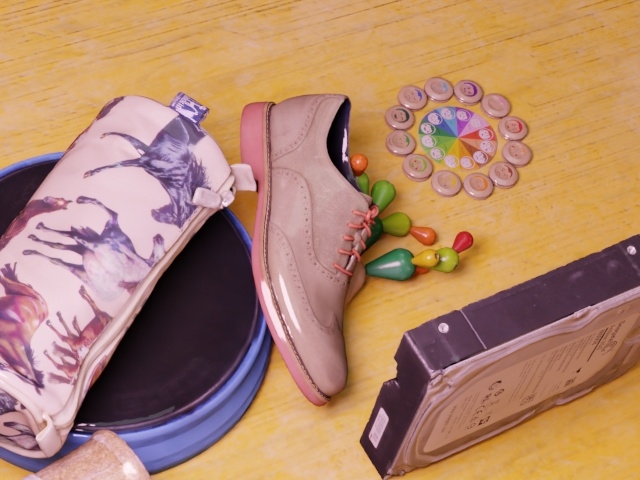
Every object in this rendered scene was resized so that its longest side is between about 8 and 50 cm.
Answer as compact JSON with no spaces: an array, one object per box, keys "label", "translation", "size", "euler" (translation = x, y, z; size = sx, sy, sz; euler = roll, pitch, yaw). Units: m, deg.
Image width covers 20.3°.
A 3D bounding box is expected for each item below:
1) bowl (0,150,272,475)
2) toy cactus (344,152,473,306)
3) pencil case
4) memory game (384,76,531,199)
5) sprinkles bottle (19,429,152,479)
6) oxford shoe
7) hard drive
[{"label":"bowl","translation":[-0.239,0.067,1.903],"size":[0.391,0.077,0.391],"euler":[6,55,-9]},{"label":"toy cactus","translation":[0.048,0.004,2.004],"size":[0.219,0.112,0.180],"euler":[29,64,-2]},{"label":"pencil case","translation":[-0.233,0.032,1.780],"size":[0.183,0.160,0.410],"euler":[11,49,26]},{"label":"memory game","translation":[0.166,-0.126,2.163],"size":[0.186,0.012,0.186],"euler":[6,54,-8]},{"label":"sprinkles bottle","translation":[-0.318,0.314,1.673],"size":[0.355,0.121,0.121],"euler":[-31,67,-24]},{"label":"oxford shoe","translation":[0.000,0.000,1.909],"size":[0.130,0.123,0.348],"euler":[-14,74,15]},{"label":"hard drive","translation":[0.217,0.119,1.867],"size":[0.339,0.237,0.064],"euler":[-21,63,-25]}]
